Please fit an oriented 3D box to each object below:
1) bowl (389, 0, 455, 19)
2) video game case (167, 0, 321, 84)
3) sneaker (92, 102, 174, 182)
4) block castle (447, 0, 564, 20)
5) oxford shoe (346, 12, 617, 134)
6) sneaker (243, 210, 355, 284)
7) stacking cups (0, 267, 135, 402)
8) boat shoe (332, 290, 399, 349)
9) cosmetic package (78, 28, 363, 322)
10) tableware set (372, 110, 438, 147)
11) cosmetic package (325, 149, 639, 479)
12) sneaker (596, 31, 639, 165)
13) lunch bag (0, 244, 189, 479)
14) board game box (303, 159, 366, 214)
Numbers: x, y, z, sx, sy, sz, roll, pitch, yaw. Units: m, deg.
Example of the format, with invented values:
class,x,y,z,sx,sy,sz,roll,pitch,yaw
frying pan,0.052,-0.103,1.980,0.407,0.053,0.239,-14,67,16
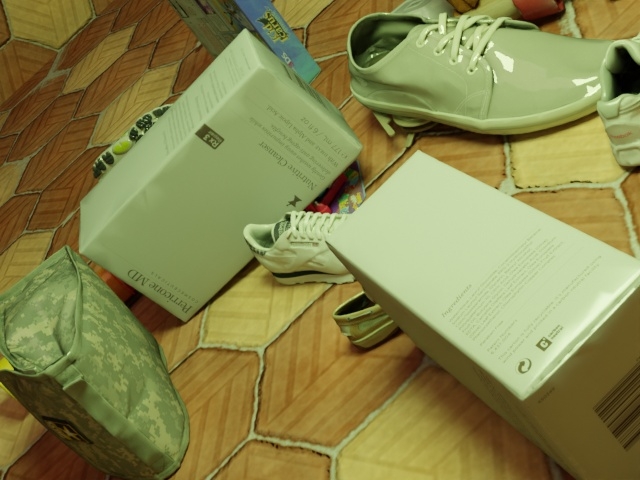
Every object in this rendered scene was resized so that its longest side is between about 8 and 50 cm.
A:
class,x,y,z,sx,sy,sz,roll,pitch,yaw
bowl,0.163,-0.361,1.568,0.142,0.053,0.142,-8,28,43
video game case,-0.155,-0.396,1.787,0.061,0.269,0.244,-50,33,-16
sneaker,-0.345,-0.206,1.938,0.275,0.107,0.110,-26,25,24
block castle,0.263,-0.547,1.477,0.213,0.303,0.453,-21,38,30
oxford shoe,0.202,-0.243,1.317,0.449,0.130,0.169,13,53,42
sneaker,0.000,0.000,1.307,0.235,0.095,0.090,-14,40,36
stacking cups,-0.405,0.128,1.609,0.316,0.096,0.096,-47,32,-11
boat shoe,0.099,0.055,1.149,0.190,0.072,0.068,-38,31,7
cosmetic package,-0.156,-0.090,1.428,0.385,0.217,0.156,-46,31,14
tableware set,0.135,-0.216,1.473,0.128,0.039,0.194,-28,38,2
cosmetic package,0.178,0.070,0.929,0.155,0.197,0.365,-44,33,-3
sneaker,0.376,-0.202,1.110,0.090,0.115,0.232,-9,45,42
lunch bag,-0.306,0.180,1.292,0.169,0.235,0.287,-38,31,-3
board game box,-0.001,-0.070,1.449,0.133,0.033,0.169,-32,33,17
